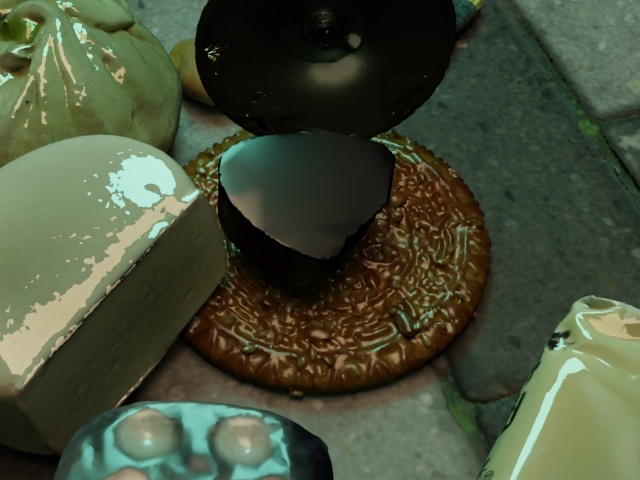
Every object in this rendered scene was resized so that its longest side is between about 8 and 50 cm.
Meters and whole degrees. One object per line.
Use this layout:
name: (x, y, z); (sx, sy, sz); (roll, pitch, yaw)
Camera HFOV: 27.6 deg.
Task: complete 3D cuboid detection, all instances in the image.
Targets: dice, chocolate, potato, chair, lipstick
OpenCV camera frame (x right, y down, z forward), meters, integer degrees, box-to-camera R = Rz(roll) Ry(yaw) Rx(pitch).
dice: (-0.084, 0.223, 0.854); (0.181, 0.183, 0.182); (2, 49, 1)
chocolate: (-0.009, -0.019, 1.071); (0.149, 0.080, 0.125); (-10, 62, -18)
potato: (-0.107, -0.163, 1.249); (0.083, 0.062, 0.068); (12, 32, 35)
chair: (-0.015, -0.297, 1.228); (0.226, 0.226, 0.401); (-3, 44, -5)
lipstick: (0.131, -0.217, 1.317); (0.037, 0.037, 0.116); (32, 51, 21)

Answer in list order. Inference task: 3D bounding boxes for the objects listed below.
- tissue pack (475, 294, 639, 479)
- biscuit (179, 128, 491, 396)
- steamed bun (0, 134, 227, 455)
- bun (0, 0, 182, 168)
tissue pack: (0.139, 0.291, 0.715); (0.205, 0.332, 0.405); (20, 53, 18)
biscuit: (0.000, 0.000, 1.129); (0.305, 0.038, 0.305); (1, 51, -2)
steamed bun: (-0.202, 0.032, 1.013); (0.164, 0.146, 0.241); (28, 64, 25)
bun: (-0.244, -0.141, 1.157); (0.259, 0.160, 0.259); (3, 49, -4)
